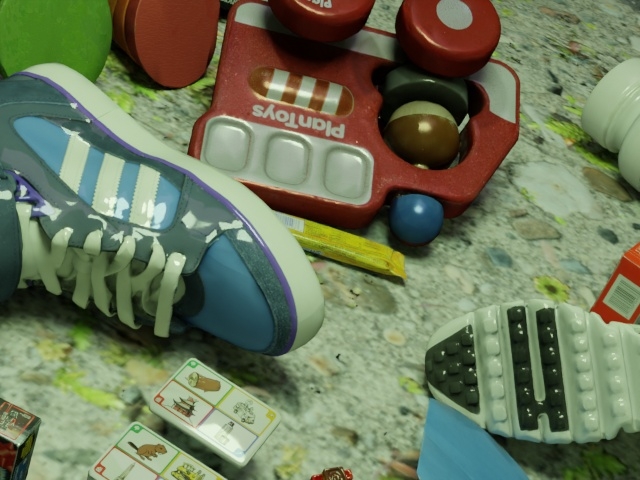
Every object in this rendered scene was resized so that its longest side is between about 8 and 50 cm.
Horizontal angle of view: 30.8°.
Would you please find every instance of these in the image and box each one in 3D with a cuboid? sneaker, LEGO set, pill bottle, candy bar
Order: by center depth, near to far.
[{"bbox_3d":[-0.034,0.201,0.716,0.244,0.060,0.182,29,47,13],"label":"LEGO set"},{"bbox_3d":[-0.185,0.017,0.810,0.323,0.130,0.236,39,48,16],"label":"sneaker"},{"bbox_3d":[0.228,0.103,0.893,0.292,0.118,0.110,-1,78,11],"label":"sneaker"},{"bbox_3d":[0.000,0.000,1.007,0.161,0.018,0.040,16,31,-7],"label":"candy bar"},{"bbox_3d":[0.396,-0.093,1.246,0.131,0.131,0.229,-13,47,-40],"label":"pill bottle"}]

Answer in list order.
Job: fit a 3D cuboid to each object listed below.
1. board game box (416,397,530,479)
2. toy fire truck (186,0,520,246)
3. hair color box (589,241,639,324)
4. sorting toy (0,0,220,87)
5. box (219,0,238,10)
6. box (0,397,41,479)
[{"bbox_3d":[0.106,0.185,0.790,0.133,0.033,0.168,44,20,-6],"label":"board game box"},{"bbox_3d":[0.038,-0.116,1.089,0.302,0.169,0.254,14,59,-10],"label":"toy fire truck"},{"bbox_3d":[0.313,0.029,1.090,0.043,0.072,0.141,38,37,22],"label":"hair color box"},{"bbox_3d":[-0.259,-0.199,1.071,0.126,0.127,0.365,17,21,36],"label":"sorting toy"},{"bbox_3d":[-0.187,-0.337,1.280,0.220,0.051,0.175,40,17,23],"label":"box"},{"bbox_3d":[-0.232,0.111,0.666,0.137,0.094,0.027,25,34,6],"label":"box"}]
